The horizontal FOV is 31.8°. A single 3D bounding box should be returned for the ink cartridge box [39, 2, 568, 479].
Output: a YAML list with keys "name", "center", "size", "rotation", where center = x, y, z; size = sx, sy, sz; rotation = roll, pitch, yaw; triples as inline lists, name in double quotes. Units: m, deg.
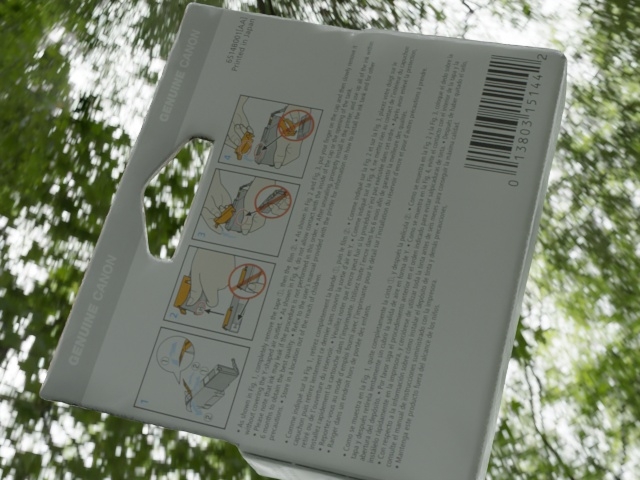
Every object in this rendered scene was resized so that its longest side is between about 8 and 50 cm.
- name: "ink cartridge box"
  center: [0.000, 0.000, 0.710]
  size: [0.261, 0.066, 0.296]
  rotation: [11, -113, 15]
